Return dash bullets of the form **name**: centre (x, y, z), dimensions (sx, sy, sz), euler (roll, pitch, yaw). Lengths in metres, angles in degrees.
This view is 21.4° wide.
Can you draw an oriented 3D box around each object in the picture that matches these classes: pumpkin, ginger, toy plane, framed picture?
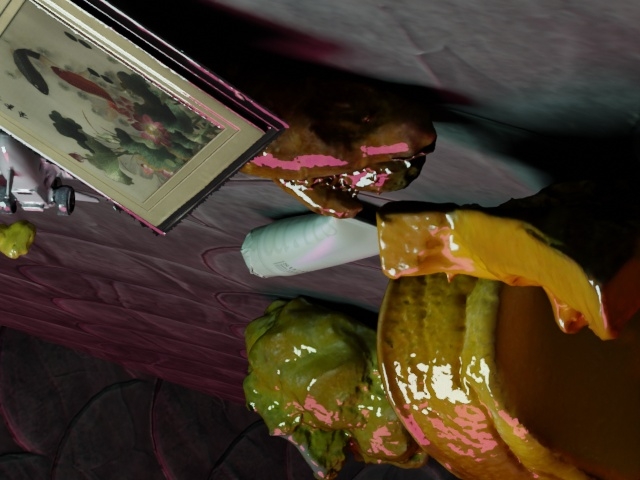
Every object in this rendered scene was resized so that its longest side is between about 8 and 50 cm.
- **pumpkin**: centre (0.162, 0.011, 1.021), dimensions (0.258, 0.095, 0.290), euler (3, 178, -33)
- **ginger**: centre (-0.005, -0.058, 1.021), dimensions (0.162, 0.073, 0.103), euler (12, 170, 15)
- **toy plane**: centre (-0.244, -0.056, 1.437), dimensions (0.162, 0.066, 0.171), euler (2, 173, 7)
- **framed picture**: centre (-0.137, -0.082, 0.989), dimensions (0.195, 0.010, 0.199), euler (34, 150, -13)

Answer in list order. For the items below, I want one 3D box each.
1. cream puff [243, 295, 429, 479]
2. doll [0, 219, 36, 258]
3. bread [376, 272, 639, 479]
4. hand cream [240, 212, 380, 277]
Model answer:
- **cream puff**: centre (0.018, 0.187, 1.980), dimensions (0.281, 0.185, 0.282), euler (22, 171, 4)
- **doll**: centre (-0.418, -0.073, 1.512), dimensions (0.160, 0.094, 0.365), euler (3, 165, 39)
- **bread**: centre (0.160, 0.094, 1.287), dimensions (0.142, 0.195, 0.269), euler (-5, 154, 46)
- **hand cream**: centre (0.000, 0.000, 1.422), dimensions (0.078, 0.050, 0.205), euler (20, 165, -25)
